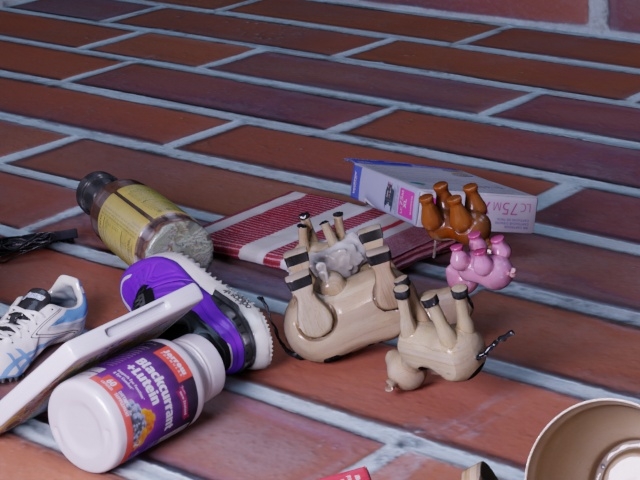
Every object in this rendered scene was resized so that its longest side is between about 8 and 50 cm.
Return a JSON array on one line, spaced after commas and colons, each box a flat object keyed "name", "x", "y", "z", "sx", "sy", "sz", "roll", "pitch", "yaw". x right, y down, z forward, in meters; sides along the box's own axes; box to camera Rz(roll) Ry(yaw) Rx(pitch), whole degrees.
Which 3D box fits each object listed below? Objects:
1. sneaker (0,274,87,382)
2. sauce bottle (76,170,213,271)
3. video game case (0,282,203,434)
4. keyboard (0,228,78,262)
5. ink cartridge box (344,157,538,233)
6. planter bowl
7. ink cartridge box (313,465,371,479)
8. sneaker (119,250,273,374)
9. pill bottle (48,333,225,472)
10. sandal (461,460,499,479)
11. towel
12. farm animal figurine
[{"name": "sneaker", "x": -0.372, "y": 0.111, "z": 2.123, "sx": 0.085, "sy": 0.086, "sz": 0.237, "roll": 9, "pitch": 24, "yaw": 24}, {"name": "sauce bottle", "x": -0.261, "y": -0.026, "z": 2.454, "sx": 0.111, "sy": 0.111, "sz": 0.344, "roll": -11, "pitch": 22, "yaw": -22}, {"name": "video game case", "x": -0.261, "y": 0.138, "z": 1.919, "sx": 0.206, "sy": 0.026, "sz": 0.227, "roll": -26, "pitch": -10, "yaw": -48}, {"name": "keyboard", "x": -0.450, "y": 0.014, "z": 2.505, "sx": 0.192, "sy": 0.038, "sz": 0.100, "roll": -9, "pitch": -3, "yaw": -14}, {"name": "ink cartridge box", "x": 0.166, "y": -0.067, "z": 2.512, "sx": 0.185, "sy": 0.065, "sz": 0.311, "roll": 3, "pitch": 12, "yaw": -21}, {"name": "planter bowl", "x": 0.287, "y": 0.232, "z": 1.623, "sx": 0.162, "sy": 0.162, "sz": 0.109, "roll": 8, "pitch": -4, "yaw": 28}, {"name": "ink cartridge box", "x": -0.071, "y": 0.298, "z": 1.407, "sx": 0.272, "sy": 0.114, "sz": 0.197, "roll": -14, "pitch": 11, "yaw": -2}, {"name": "sneaker", "x": -0.196, "y": 0.095, "z": 2.117, "sx": 0.146, "sy": 0.102, "sz": 0.293, "roll": -17, "pitch": 24, "yaw": -33}, {"name": "pill bottle", "x": -0.196, "y": 0.172, "z": 1.891, "sx": 0.108, "sy": 0.108, "sz": 0.193, "roll": 12, "pitch": 24, "yaw": 35}, {"name": "sandal", "x": 0.130, "y": 0.285, "z": 1.619, "sx": 0.079, "sy": 0.088, "sz": 0.240, "roll": -31, "pitch": 7, "yaw": 14}, {"name": "towel", "x": 0.000, "y": 0.000, "z": 2.462, "sx": 0.329, "sy": 0.037, "sz": 0.237, "roll": 14, "pitch": 26, "yaw": 41}, {"name": "farm animal figurine", "x": 0.095, "y": 0.082, "z": 2.053, "sx": 0.326, "sy": 0.172, "sz": 0.330, "roll": -10, "pitch": 25, "yaw": 17}]
